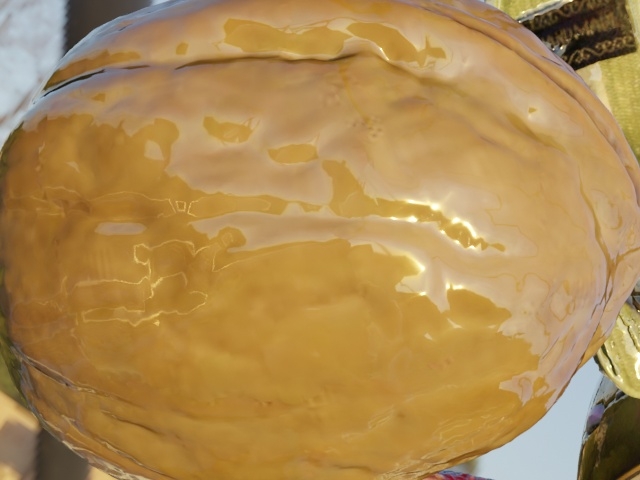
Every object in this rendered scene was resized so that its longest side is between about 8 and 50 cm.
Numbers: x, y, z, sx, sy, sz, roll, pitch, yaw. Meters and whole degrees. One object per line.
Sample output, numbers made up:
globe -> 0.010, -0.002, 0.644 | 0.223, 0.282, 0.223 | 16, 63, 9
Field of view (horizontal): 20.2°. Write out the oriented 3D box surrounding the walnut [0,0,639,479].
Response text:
walnut -> 0.000, -0.002, 0.864 | 0.313, 0.252, 0.277 | -2, -1, 8

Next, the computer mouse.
computer mouse -> 0.309, 0.125, 1.507 | 0.072, 0.158, 0.310 | 30, -39, -19

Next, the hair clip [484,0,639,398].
hair clip -> 0.204, -0.047, 1.282 | 0.091, 0.138, 0.321 | -138, -152, -79

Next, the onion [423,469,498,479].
onion -> -0.035, 0.237, 1.134 | 0.280, 0.314, 0.146 | -19, -66, 44
